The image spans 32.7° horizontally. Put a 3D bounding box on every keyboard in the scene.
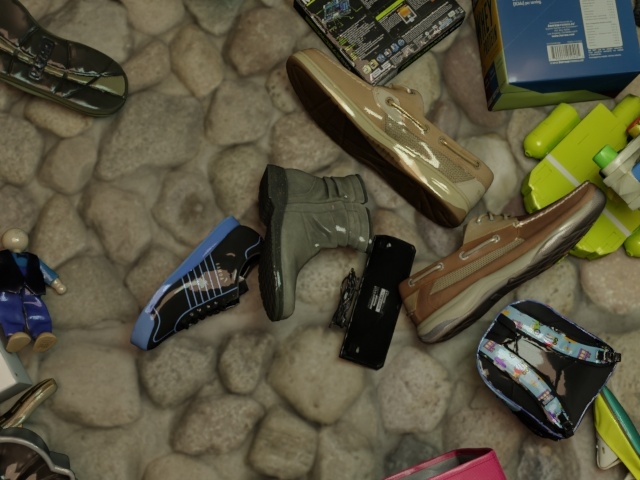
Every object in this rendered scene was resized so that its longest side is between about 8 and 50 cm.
[{"bbox_3d":[0.068,0.082,1.566,0.100,0.038,0.192,23,76,-23],"label":"keyboard"}]

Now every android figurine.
[{"bbox_3d":[0.407,-0.083,1.598,0.248,0.056,0.273,43,78,4],"label":"android figurine"}]

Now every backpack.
[{"bbox_3d":[0.298,0.173,1.512,0.173,0.117,0.158,35,80,3],"label":"backpack"}]

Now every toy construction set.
[{"bbox_3d":[0.490,-0.140,1.463,0.328,0.215,0.151,-24,73,-38],"label":"toy construction set"}]

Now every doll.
[{"bbox_3d":[-0.409,0.064,1.507,0.129,0.046,0.189,5,51,-36],"label":"doll"}]

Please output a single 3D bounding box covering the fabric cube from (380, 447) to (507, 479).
[{"bbox_3d":[0.134,0.431,1.385,0.259,0.254,0.258,-21,81,-7],"label":"fabric cube"}]

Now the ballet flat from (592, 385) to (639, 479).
[{"bbox_3d":[0.433,0.313,1.521,0.077,0.077,0.231,-39,85,16],"label":"ballet flat"}]

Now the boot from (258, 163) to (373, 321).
[{"bbox_3d":[0.000,0.000,1.507,0.161,0.083,0.246,7,58,-13],"label":"boot"}]

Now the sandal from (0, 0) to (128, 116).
[{"bbox_3d":[-0.424,-0.263,1.575,0.303,0.086,0.120,31,73,-12],"label":"sandal"}]

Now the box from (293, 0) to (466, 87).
[{"bbox_3d":[0.088,-0.345,1.636,0.191,0.045,0.184,-39,82,-8],"label":"box"}]

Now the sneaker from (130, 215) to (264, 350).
[{"bbox_3d":[-0.163,0.074,1.522,0.090,0.081,0.232,38,78,11],"label":"sneaker"}]

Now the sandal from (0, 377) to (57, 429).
[{"bbox_3d":[-0.422,0.262,1.486,0.180,0.072,0.049,-43,106,-14],"label":"sandal"}]

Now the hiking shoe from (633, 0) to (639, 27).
[{"bbox_3d":[0.589,-0.372,1.648,0.227,0.086,0.114,6,82,-1],"label":"hiking shoe"}]

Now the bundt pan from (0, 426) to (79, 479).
[{"bbox_3d":[-0.442,0.370,1.394,0.331,0.124,0.330,-2,103,-7],"label":"bundt pan"}]

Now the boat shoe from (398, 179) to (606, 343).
[{"bbox_3d":[0.244,0.012,1.513,0.324,0.123,0.116,-37,73,8],"label":"boat shoe"}]

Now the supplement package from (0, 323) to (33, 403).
[{"bbox_3d":[-0.498,0.193,1.468,0.179,0.105,0.105,-28,81,-7],"label":"supplement package"}]

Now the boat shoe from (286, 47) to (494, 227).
[{"bbox_3d":[0.098,-0.166,1.571,0.341,0.121,0.110,42,75,-6],"label":"boat shoe"}]

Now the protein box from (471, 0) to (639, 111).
[{"bbox_3d":[0.339,-0.313,1.596,0.200,0.136,0.201,-6,80,-4],"label":"protein box"}]
